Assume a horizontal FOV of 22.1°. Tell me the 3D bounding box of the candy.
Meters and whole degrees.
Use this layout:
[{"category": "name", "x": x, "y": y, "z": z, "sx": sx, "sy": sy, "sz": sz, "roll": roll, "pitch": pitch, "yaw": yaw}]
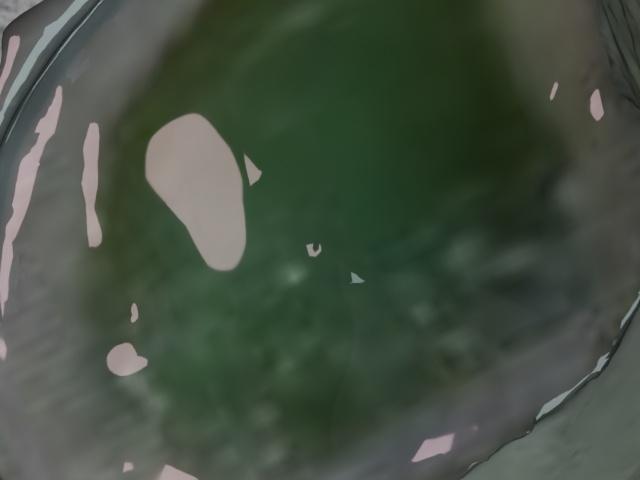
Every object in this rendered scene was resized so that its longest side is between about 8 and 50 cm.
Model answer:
[{"category": "candy", "x": 0.000, "y": 0.000, "z": 0.841, "sx": 0.427, "sy": 0.186, "sz": 0.386, "roll": -34, "pitch": 73, "yaw": 9}]
